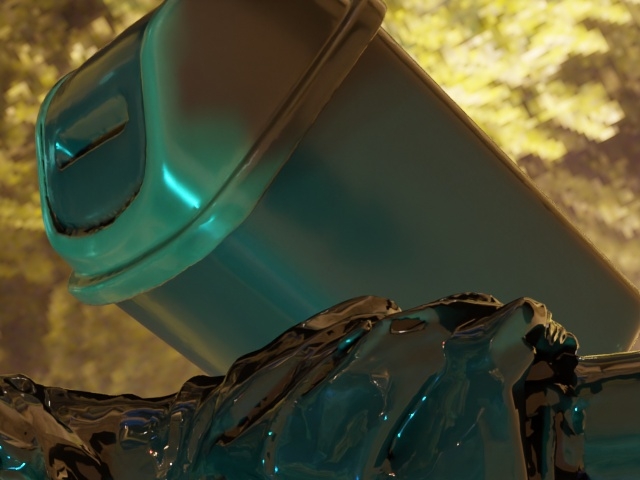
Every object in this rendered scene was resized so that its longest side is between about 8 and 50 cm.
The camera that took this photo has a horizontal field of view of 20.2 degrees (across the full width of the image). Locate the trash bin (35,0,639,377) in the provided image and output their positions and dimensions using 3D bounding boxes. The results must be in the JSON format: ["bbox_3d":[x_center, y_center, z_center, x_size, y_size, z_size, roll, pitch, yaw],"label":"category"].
[{"bbox_3d":[0.000,0.000,0.907,0.290,0.209,0.182,41,-115,-14],"label":"trash bin"}]

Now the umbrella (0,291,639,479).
[{"bbox_3d":[-0.027,0.068,0.504,0.110,0.272,0.122,-93,-9,-52],"label":"umbrella"}]
